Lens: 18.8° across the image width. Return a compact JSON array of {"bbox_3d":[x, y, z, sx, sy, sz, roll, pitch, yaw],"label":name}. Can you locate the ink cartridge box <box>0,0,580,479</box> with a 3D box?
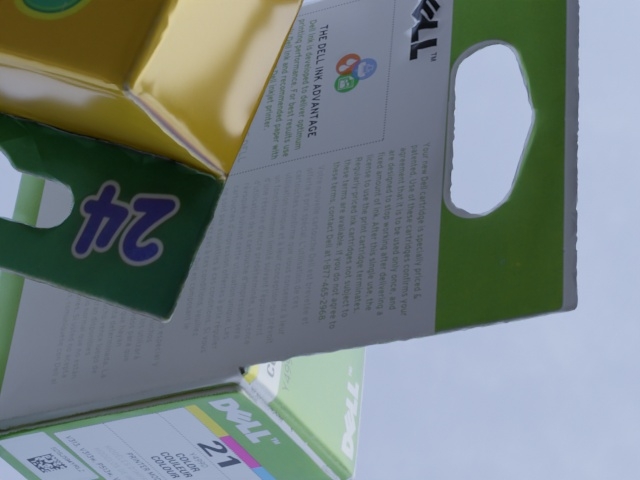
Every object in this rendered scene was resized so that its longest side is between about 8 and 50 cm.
[{"bbox_3d":[0.000,0.000,0.787,0.255,0.097,0.189,-12,-129,24],"label":"ink cartridge box"}]

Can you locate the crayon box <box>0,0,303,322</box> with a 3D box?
[{"bbox_3d":[-0.088,-0.154,0.690,0.203,0.083,0.323,15,-103,28],"label":"crayon box"}]
